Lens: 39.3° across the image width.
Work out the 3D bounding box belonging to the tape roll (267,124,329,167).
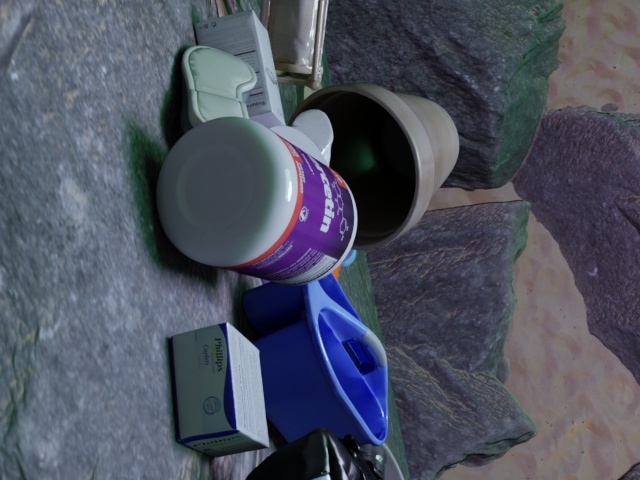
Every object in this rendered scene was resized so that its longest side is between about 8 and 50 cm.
[{"bbox_3d":[-0.066,-0.069,1.426,0.219,0.072,0.219,19,65,-47],"label":"tape roll"}]

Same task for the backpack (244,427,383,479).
[{"bbox_3d":[0.017,0.448,1.052,0.355,0.273,0.290,57,-5,30],"label":"backpack"}]

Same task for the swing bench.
[{"bbox_3d":[-0.060,-0.440,1.766,0.254,0.165,0.253,-71,168,-74],"label":"swing bench"}]

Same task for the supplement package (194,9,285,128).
[{"bbox_3d":[-0.133,-0.273,1.495,0.105,0.105,0.179,35,44,-79],"label":"supplement package"}]

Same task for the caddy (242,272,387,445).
[{"bbox_3d":[0.012,0.188,1.419,0.241,0.179,0.341,-93,160,-44],"label":"caddy"}]

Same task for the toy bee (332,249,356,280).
[{"bbox_3d":[0.000,0.000,1.935,0.298,0.162,0.195,-52,143,-47],"label":"toy bee"}]

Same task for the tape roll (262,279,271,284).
[{"bbox_3d":[-0.064,-0.030,1.647,0.275,0.090,0.274,-13,90,-81],"label":"tape roll"}]

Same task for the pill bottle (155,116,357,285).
[{"bbox_3d":[-0.064,-0.038,1.182,0.323,0.182,0.181,21,56,-67],"label":"pill bottle"}]

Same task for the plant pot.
[{"bbox_3d":[0.131,-0.175,1.806,0.280,0.323,0.323,-27,107,-48],"label":"plant pot"}]

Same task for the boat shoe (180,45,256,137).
[{"bbox_3d":[-0.161,-0.194,1.316,0.319,0.116,0.099,-99,-151,-57],"label":"boat shoe"}]

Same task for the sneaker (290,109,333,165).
[{"bbox_3d":[-0.016,-0.131,1.617,0.094,0.080,0.212,88,1,-66],"label":"sneaker"}]

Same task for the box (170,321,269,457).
[{"bbox_3d":[-0.116,0.178,1.051,0.137,0.072,0.126,61,19,-65],"label":"box"}]

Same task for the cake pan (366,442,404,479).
[{"bbox_3d":[0.108,0.542,1.845,0.293,0.054,0.293,50,29,-40],"label":"cake pan"}]

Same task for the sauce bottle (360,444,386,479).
[{"bbox_3d":[0.079,0.527,1.615,0.344,0.112,0.111,-85,161,-50],"label":"sauce bottle"}]
